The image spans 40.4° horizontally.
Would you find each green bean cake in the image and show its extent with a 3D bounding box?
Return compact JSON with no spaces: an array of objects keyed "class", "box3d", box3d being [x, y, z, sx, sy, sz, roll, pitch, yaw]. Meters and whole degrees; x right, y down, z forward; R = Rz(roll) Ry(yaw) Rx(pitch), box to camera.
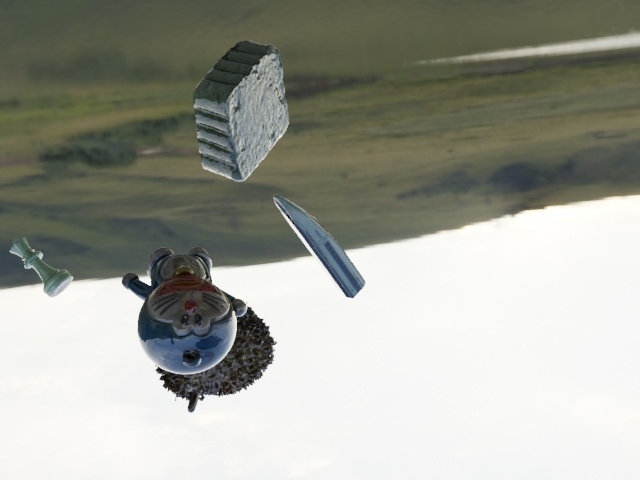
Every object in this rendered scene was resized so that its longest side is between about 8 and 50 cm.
[{"class":"green bean cake","box3d":[-0.134,-0.221,1.457,0.094,0.185,0.183,20,-131,19]}]

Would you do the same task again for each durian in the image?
[{"class":"durian","box3d":[-0.172,0.184,1.386,0.167,0.196,0.196,35,168,-27]}]

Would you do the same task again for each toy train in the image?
[{"class":"toy train","box3d":[-0.001,0.000,1.464,0.048,0.252,0.055,-41,-142,-7]}]

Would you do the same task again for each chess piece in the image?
[{"class":"chess piece","box3d":[-0.376,0.032,1.155,0.042,0.093,0.042,-48,175,-6]}]

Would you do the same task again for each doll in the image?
[{"class":"doll","box3d":[-0.123,0.063,0.790,0.114,0.086,0.152,-1,-146,-11]}]
